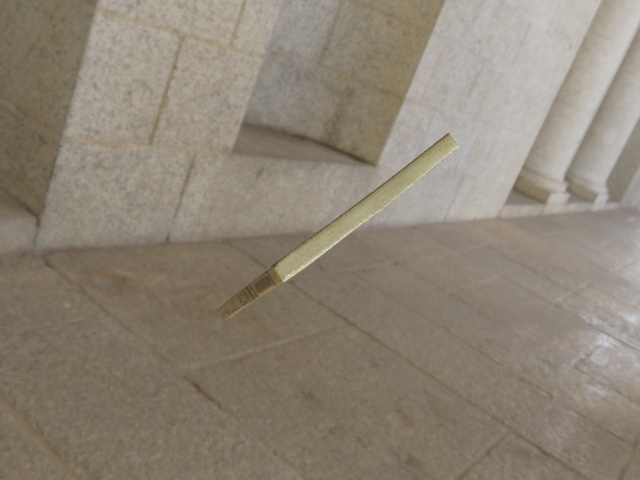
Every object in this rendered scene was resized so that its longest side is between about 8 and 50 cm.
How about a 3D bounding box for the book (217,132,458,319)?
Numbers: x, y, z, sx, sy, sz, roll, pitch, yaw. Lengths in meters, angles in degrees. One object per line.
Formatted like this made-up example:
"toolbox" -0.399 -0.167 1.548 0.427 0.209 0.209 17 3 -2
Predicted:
"book" 0.000 0.000 0.715 0.021 0.216 0.310 53 -21 0
